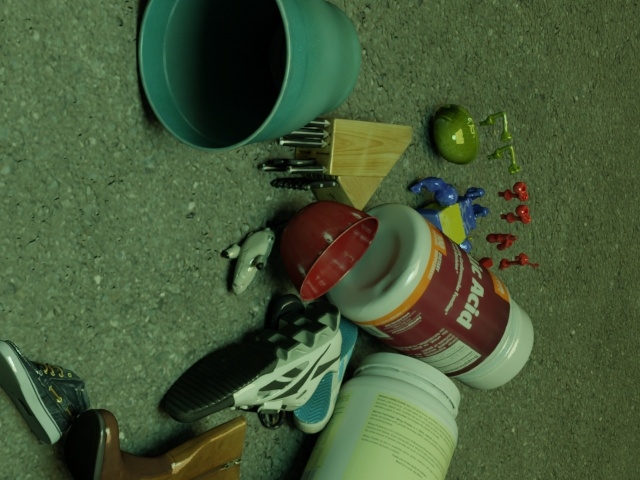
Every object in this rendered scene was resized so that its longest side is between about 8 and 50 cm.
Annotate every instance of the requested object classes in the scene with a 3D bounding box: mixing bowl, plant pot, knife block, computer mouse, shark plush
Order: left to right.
[{"bbox_3d":[-0.106,0.017,1.659,0.161,0.073,0.067,-67,161,-45],"label":"shark plush"},{"bbox_3d":[-0.080,-0.273,1.474,0.255,0.271,0.272,-13,106,-54],"label":"plant pot"},{"bbox_3d":[-0.072,0.207,1.723,0.071,0.041,0.242,5,100,-33],"label":"computer mouse"},{"bbox_3d":[0.000,0.000,1.658,0.181,0.098,0.181,-41,162,-17],"label":"mixing bowl"},{"bbox_3d":[0.019,-0.177,1.712,0.276,0.088,0.242,-53,132,-27],"label":"knife block"}]

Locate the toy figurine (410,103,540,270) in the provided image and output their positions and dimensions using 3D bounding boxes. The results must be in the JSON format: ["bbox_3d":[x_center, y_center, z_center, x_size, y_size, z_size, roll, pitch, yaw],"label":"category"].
[{"bbox_3d":[0.261,-0.055,1.935,0.217,0.191,0.363,-33,120,-34],"label":"toy figurine"}]

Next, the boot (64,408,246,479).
[{"bbox_3d":[-0.221,0.319,1.466,0.280,0.096,0.264,-15,120,-33],"label":"boot"}]

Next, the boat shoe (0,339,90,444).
[{"bbox_3d":[-0.380,0.186,1.362,0.083,0.065,0.183,-46,134,-34],"label":"boat shoe"}]

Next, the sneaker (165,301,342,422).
[{"bbox_3d":[-0.090,0.234,1.619,0.330,0.122,0.146,-25,120,-28],"label":"sneaker"}]

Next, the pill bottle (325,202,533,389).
[{"bbox_3d":[0.210,0.116,1.839,0.392,0.224,0.224,35,71,-38],"label":"pill bottle"}]

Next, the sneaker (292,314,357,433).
[{"bbox_3d":[0.002,0.230,1.776,0.092,0.087,0.229,97,13,-59],"label":"sneaker"}]

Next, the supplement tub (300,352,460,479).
[{"bbox_3d":[0.106,0.387,1.777,0.235,0.235,0.325,54,49,-38],"label":"supplement tub"}]
